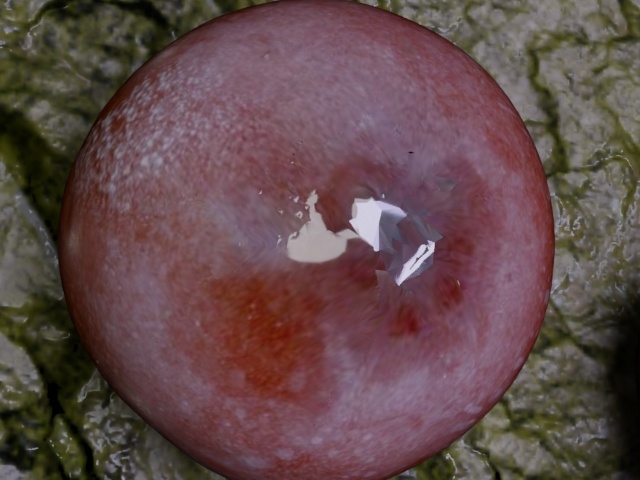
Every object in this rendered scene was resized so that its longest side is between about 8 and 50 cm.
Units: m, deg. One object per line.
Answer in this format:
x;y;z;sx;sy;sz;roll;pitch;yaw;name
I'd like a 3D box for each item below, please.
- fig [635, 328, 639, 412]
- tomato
0.258;0.133;0.883;0.190;0.190;0.290;23;92;-12;fig
0.000;0.000;0.794;0.270;0.227;0.270;1;85;-17;tomato
